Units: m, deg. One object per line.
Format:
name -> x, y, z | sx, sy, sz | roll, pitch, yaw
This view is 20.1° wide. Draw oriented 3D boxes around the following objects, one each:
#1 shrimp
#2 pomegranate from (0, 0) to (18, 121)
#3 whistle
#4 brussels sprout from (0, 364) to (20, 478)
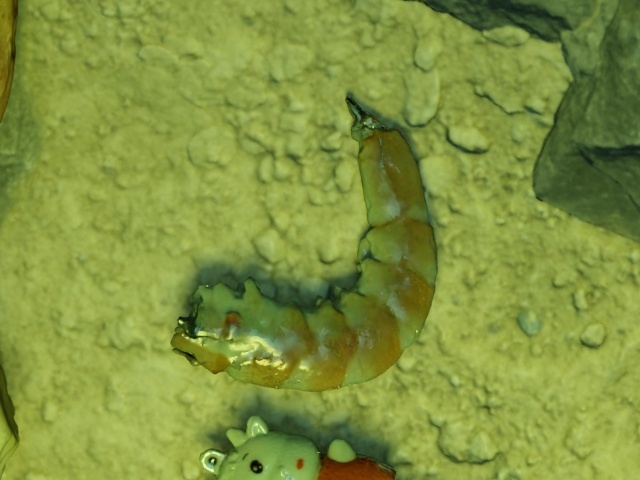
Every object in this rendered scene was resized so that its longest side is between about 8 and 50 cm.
shrimp -> 0.015, 0.030, 1.617 | 0.185, 0.068, 0.287 | 38, 80, -5
pomegranate -> -0.414, -0.165, 1.462 | 0.342, 0.342, 0.342 | 1, 85, -7
whistle -> 0.012, 0.234, 1.586 | 0.253, 0.106, 0.102 | 21, 124, -6
brussels sprout -> -0.412, 0.158, 1.464 | 0.316, 0.242, 0.274 | -42, 98, -12
